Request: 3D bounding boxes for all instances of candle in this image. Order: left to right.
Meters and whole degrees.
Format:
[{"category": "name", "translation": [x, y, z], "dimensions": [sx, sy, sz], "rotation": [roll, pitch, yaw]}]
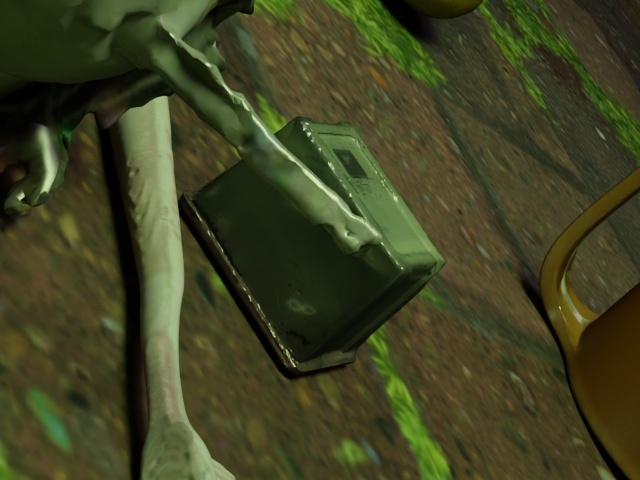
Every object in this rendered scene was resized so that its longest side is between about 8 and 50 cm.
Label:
[{"category": "candle", "translation": [-0.087, -0.132, 0.427], "dimensions": [0.187, 0.187, 0.330], "rotation": [19, 39, -55]}]

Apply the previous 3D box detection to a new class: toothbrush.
[{"category": "toothbrush", "translation": [-0.056, -0.003, 0.498], "dimensions": [0.029, 0.025, 0.307], "rotation": [45, 21, -39]}]

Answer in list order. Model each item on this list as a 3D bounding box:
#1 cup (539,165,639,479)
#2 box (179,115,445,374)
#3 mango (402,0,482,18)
[{"category": "cup", "translation": [0.254, 0.029, 0.780], "dimensions": [0.226, 0.264, 0.182], "rotation": [43, 28, 11]}, {"category": "box", "translation": [0.000, 0.000, 0.555], "dimensions": [0.085, 0.063, 0.060], "rotation": [58, 21, 14]}, {"category": "mango", "translation": [0.062, -0.238, 1.033], "dimensions": [0.137, 0.098, 0.195], "rotation": [31, 36, -47]}]
